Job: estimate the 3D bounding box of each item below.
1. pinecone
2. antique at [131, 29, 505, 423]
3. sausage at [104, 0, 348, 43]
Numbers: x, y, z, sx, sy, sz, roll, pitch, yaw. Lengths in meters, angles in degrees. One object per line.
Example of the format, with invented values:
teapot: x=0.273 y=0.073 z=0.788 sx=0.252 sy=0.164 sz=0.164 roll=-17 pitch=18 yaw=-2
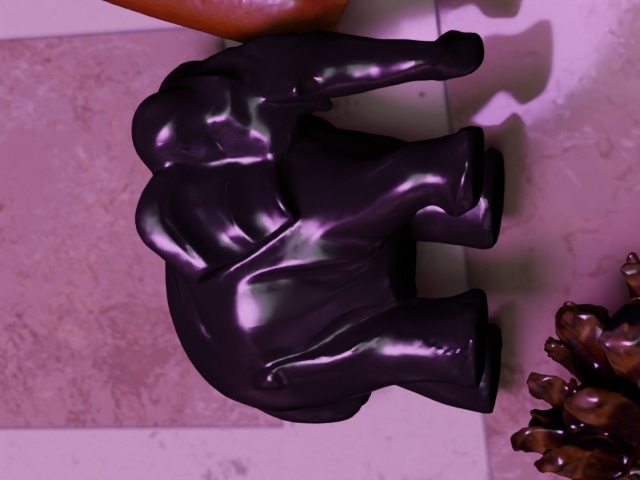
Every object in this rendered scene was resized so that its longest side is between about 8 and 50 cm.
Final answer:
pinecone: x=0.244 y=0.147 z=1.393 sx=0.243 sy=0.243 sz=0.257 roll=-36 pitch=63 yaw=25
antique: x=0.000 y=0.000 z=1.422 sx=0.255 sy=0.185 sz=0.322 roll=6 pitch=119 yaw=13
sausage: x=-0.121 y=-0.203 z=1.436 sx=0.300 sy=0.089 sz=0.083 roll=17 pitch=120 yaw=10
